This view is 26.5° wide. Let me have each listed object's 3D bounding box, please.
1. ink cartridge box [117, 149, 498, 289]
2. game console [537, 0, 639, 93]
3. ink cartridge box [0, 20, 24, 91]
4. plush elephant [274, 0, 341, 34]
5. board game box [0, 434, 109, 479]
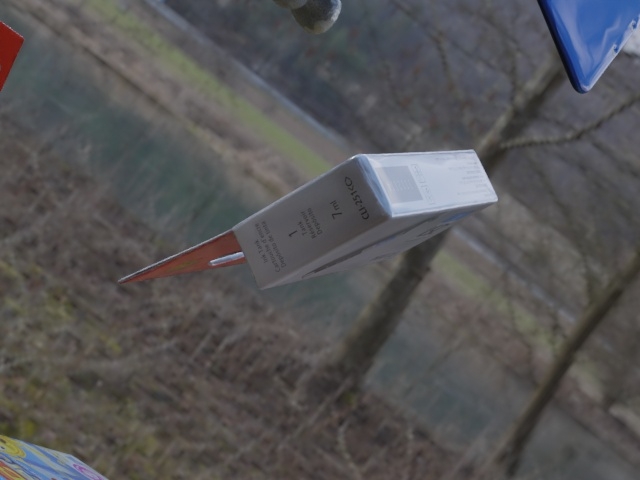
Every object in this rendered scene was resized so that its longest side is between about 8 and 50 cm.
[{"bbox_3d":[0.000,0.000,1.258,0.296,0.261,0.066,-10,73,-65],"label":"ink cartridge box"},{"bbox_3d":[0.286,-0.357,1.737,0.250,0.293,0.173,22,-45,21],"label":"game console"},{"bbox_3d":[-0.571,-0.282,2.054,0.232,0.189,0.066,38,17,33],"label":"ink cartridge box"},{"bbox_3d":[0.033,-0.420,1.764,0.255,0.272,0.330,29,1,39],"label":"plush elephant"},{"bbox_3d":[-0.193,0.270,1.147,0.308,0.086,0.302,28,-6,23],"label":"board game box"}]
